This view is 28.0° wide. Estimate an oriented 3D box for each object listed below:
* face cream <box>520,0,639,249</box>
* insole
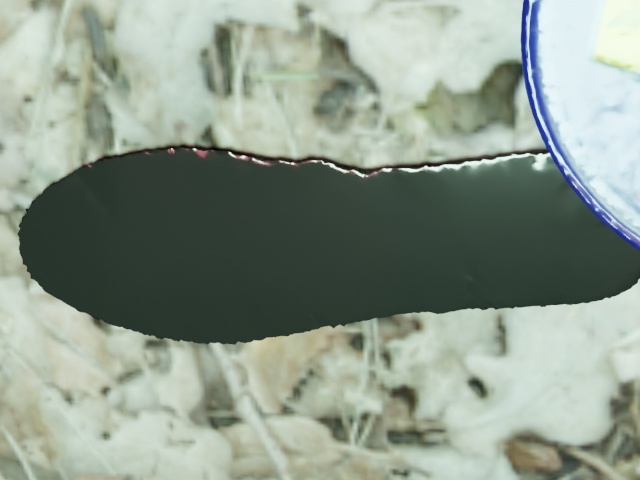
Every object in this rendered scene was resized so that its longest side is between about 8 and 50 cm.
[{"bbox_3d":[0.184,-0.091,0.499,0.206,0.111,0.205,5,113,11],"label":"face cream"},{"bbox_3d":[0.000,0.000,0.633,0.322,0.007,0.109,-4,113,13],"label":"insole"}]
